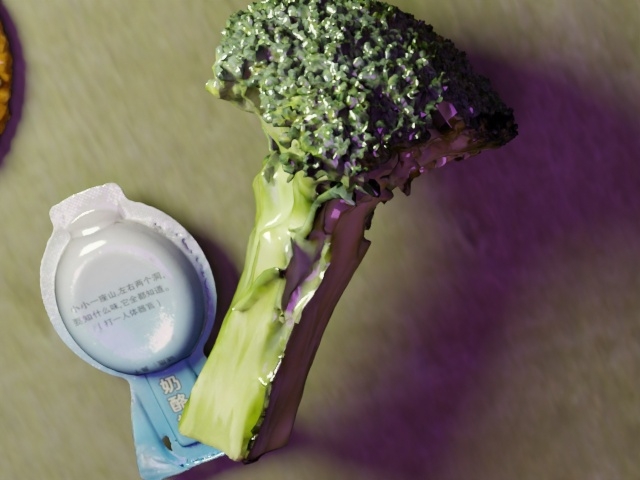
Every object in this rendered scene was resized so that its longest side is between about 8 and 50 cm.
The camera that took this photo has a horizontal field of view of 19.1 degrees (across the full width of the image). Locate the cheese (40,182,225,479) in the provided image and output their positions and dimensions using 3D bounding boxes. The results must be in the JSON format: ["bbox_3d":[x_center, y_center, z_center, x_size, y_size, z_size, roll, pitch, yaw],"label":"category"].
[{"bbox_3d":[-0.135,0.070,1.484,0.135,0.052,0.245,-21,107,11],"label":"cheese"}]

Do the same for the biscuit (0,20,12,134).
[{"bbox_3d":[-0.361,-0.129,1.442,0.254,0.035,0.254,1,106,2],"label":"biscuit"}]

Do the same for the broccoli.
[{"bbox_3d":[0.000,-0.012,1.392,0.221,0.252,0.361,20,131,-1],"label":"broccoli"}]
